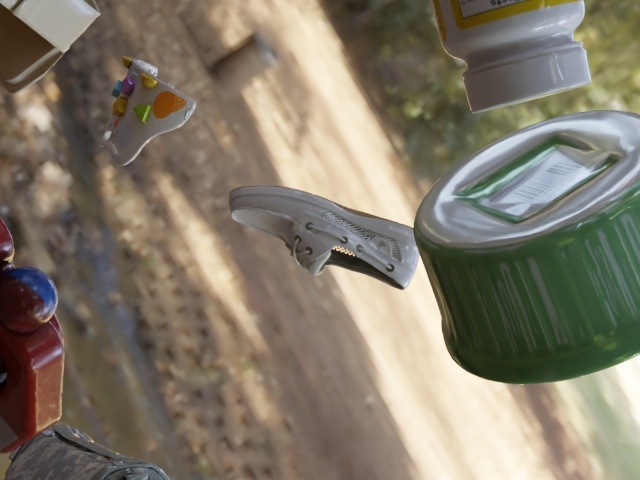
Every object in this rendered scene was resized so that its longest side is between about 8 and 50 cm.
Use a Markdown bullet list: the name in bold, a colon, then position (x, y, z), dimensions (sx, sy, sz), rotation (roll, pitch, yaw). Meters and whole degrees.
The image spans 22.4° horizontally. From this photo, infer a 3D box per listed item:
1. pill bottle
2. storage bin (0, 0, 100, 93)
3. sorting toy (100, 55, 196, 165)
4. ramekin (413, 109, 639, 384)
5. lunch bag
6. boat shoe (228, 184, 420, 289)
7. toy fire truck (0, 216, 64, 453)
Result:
- **pill bottle**: position (0.142, -0.213, 1.285), dimensions (0.119, 0.119, 0.208), rotation (-50, 126, -86)
- **storage bin**: position (-0.345, -0.278, 1.354), dimensions (0.260, 0.123, 0.262), rotation (47, 5, 34)
- **sorting toy**: position (-0.147, -0.099, 1.273), dimensions (0.045, 0.075, 0.083), rotation (25, 10, -36)
- **ramekin**: position (0.241, -0.005, 1.625), dimensions (0.303, 0.303, 0.148), rotation (-112, 177, -66)
- **lunch bag**: position (-0.303, 0.386, 2.111), dimensions (0.305, 0.213, 0.256), rotation (6, -87, 59)
- **boat shoe**: position (0.000, 0.000, 2.203), dimensions (0.098, 0.277, 0.096), rotation (96, 10, -71)
- **toy fire truck**: position (-0.311, 0.031, 1.322), dimensions (0.302, 0.169, 0.254), rotation (56, -32, 1)
